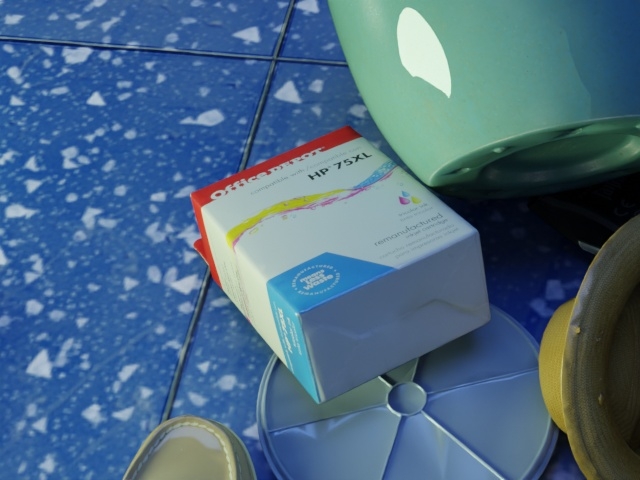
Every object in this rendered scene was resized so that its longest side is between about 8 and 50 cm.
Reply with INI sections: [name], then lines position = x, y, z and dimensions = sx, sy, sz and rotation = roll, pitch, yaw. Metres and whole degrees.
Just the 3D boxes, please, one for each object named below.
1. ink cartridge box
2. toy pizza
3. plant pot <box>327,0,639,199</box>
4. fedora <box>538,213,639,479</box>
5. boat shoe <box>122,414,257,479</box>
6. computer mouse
[ink cartridge box]
position = 0.000, 0.000, 0.958
dimensions = 0.134, 0.078, 0.231
rotation = -24, 35, -16
[toy pizza]
position = 0.058, 0.113, 0.923
dimensions = 0.201, 0.032, 0.201
rotation = -3, 50, 4
[plant pot]
position = 0.143, -0.162, 0.934
dimensions = 0.293, 0.293, 0.235
rotation = -9, 78, -2
[fedora]
position = 0.199, 0.074, 0.887
dimensions = 0.194, 0.194, 0.079
rotation = -46, 25, -29
[boat shoe]
position = -0.101, 0.220, 0.802
dimensions = 0.109, 0.098, 0.302
rotation = 6, 50, 10
[computer mouse]
position = 0.235, -0.056, 1.036
dimensions = 0.262, 0.060, 0.184
rotation = 21, 58, 36
